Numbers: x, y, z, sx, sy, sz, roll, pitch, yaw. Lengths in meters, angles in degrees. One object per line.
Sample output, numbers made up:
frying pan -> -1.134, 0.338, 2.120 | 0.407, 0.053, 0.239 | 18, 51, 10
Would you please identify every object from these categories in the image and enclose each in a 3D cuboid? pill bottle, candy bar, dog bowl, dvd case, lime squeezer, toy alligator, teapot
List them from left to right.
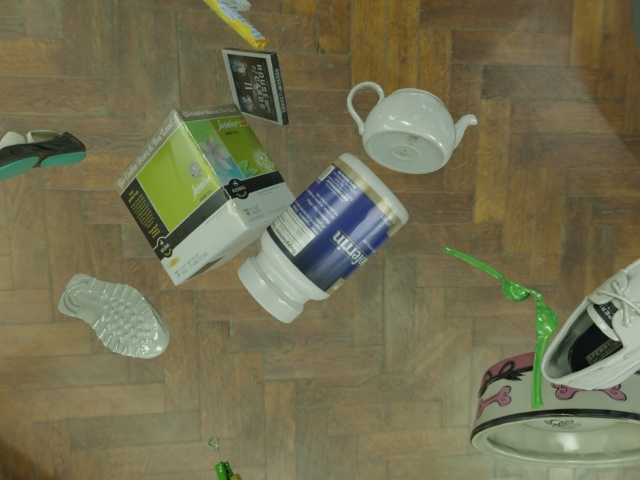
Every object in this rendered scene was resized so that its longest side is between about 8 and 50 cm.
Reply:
candy bar -> -0.142, -0.344, 0.723 | 0.161, 0.040, 0.018 | 41, 130, -11
toy alligator -> -0.168, 0.451, 0.896 | 0.056, 0.190, 0.051 | -30, 136, 0
dvd case -> -0.173, -0.409, 1.290 | 0.029, 0.238, 0.179 | -28, 126, -28
pill bottle -> 0.000, 0.000, 0.794 | 0.264, 0.153, 0.153 | -44, 102, 5
teapot -> 0.231, -0.304, 1.263 | 0.256, 0.252, 0.187 | 33, 66, -44
lime squeezer -> 0.335, 0.118, 0.844 | 0.110, 0.059, 0.310 | -42, 62, 35
dog bowl -> 0.527, 0.365, 1.046 | 0.408, 0.408, 0.150 | 14, 55, -10

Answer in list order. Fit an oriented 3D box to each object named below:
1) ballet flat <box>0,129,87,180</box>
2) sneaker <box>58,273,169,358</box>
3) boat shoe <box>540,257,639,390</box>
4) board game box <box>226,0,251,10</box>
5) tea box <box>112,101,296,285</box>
ballet flat -> -0.700, -0.213, 1.178 | 0.095, 0.280, 0.096 | -34, 94, 25
sneaker -> -0.299, 0.117, 0.752 | 0.090, 0.235, 0.095 | -60, 144, -13
boat shoe -> 0.336, 0.084, 0.530 | 0.084, 0.095, 0.258 | 2, 129, -19
board game box -> -0.239, -0.622, 1.248 | 0.090, 0.020, 0.090 | 49, 45, 11
tea box -> -0.293, -0.117, 1.238 | 0.329, 0.220, 0.323 | -33, 89, 36
